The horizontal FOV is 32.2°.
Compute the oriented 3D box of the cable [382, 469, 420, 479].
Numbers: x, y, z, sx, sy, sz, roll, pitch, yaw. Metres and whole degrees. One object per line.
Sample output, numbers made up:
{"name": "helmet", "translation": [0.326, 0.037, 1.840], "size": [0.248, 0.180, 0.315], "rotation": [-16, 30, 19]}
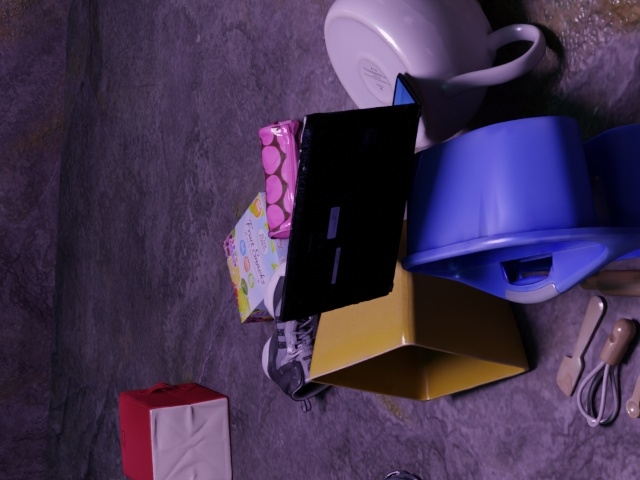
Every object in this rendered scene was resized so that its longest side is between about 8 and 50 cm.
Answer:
{"name": "cable", "translation": [0.138, 0.439, 1.698], "size": [0.184, 0.047, 0.151], "rotation": [31, 126, 54]}

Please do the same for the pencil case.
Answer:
{"name": "pencil case", "translation": [-0.057, -0.109, 1.932], "size": [0.098, 0.095, 0.209], "rotation": [100, 162, -82]}

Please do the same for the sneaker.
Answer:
{"name": "sneaker", "translation": [-0.027, 0.168, 1.909], "size": [0.153, 0.101, 0.269], "rotation": [50, 142, 46]}

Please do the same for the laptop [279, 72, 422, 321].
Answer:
{"name": "laptop", "translation": [0.029, -0.059, 1.276], "size": [0.136, 0.264, 0.234], "rotation": [27, 119, 42]}

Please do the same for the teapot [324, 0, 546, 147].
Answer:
{"name": "teapot", "translation": [0.143, -0.258, 1.455], "size": [0.256, 0.187, 0.252], "rotation": [51, 163, 9]}

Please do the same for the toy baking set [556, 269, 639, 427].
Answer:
{"name": "toy baking set", "translation": [0.346, 0.128, 1.271], "size": [0.256, 0.030, 0.197], "rotation": [7, 100, 61]}

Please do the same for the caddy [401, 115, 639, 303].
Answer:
{"name": "caddy", "translation": [0.235, -0.019, 1.242], "size": [0.341, 0.241, 0.179], "rotation": [-17, 74, 62]}

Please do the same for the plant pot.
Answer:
{"name": "plant pot", "translation": [0.126, 0.092, 1.487], "size": [0.212, 0.212, 0.187], "rotation": [-28, 55, 48]}

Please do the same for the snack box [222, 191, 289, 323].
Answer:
{"name": "snack box", "translation": [-0.102, 0.033, 2.057], "size": [0.207, 0.070, 0.175], "rotation": [-49, 51, 51]}

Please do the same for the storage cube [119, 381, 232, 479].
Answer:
{"name": "storage cube", "translation": [-0.313, 0.420, 2.382], "size": [0.193, 0.183, 0.215], "rotation": [6, 98, 61]}
